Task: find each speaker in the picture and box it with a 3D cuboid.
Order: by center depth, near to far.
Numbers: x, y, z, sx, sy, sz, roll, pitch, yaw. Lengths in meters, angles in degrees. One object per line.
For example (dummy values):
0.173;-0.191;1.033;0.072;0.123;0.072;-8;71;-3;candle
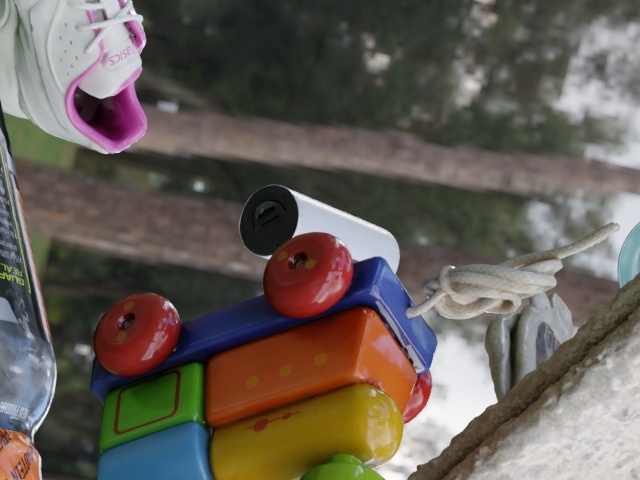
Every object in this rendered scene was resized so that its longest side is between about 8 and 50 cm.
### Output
0.000;0.000;1.425;0.055;0.136;0.055;-11;-110;33;speaker

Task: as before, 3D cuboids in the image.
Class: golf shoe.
-0.175;-0.189;1.385;0.115;0.140;0.306;-37;150;-30;golf shoe

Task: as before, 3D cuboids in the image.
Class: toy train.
0.016;0.076;0.826;0.105;0.248;0.143;55;24;-38;toy train

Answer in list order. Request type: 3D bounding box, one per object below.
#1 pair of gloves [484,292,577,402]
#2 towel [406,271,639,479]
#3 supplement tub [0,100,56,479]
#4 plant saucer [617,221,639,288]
0.162;0.151;1.125;0.042;0.240;0.204;-24;-144;25;pair of gloves
0.188;0.089;0.918;0.282;0.187;0.049;-47;-149;28;towel
-0.275;0.011;1.139;0.207;0.207;0.338;119;-41;-62;supplement tub
0.315;0.024;1.644;0.021;0.119;0.119;-48;155;-70;plant saucer
